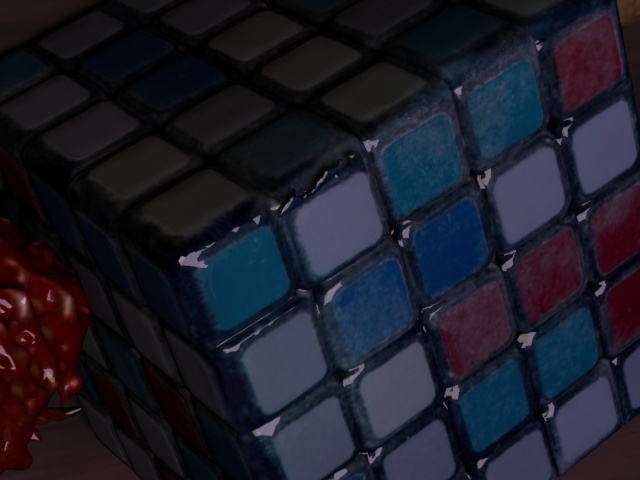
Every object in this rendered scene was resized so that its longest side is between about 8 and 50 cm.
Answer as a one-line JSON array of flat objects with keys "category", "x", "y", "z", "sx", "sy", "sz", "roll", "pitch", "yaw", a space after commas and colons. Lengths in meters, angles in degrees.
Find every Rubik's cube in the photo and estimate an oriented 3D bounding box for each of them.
[{"category": "Rubik's cube", "x": 0.000, "y": 0.000, "z": 0.938, "sx": 0.292, "sy": 0.293, "sz": 0.287, "roll": -34, "pitch": 127, "yaw": -23}]

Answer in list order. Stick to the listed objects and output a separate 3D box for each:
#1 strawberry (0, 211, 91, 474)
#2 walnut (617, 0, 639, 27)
[{"category": "strawberry", "x": -0.268, "y": 0.065, "z": 0.807, "sx": 0.257, "sy": 0.261, "sz": 0.261, "roll": 41, "pitch": 82, "yaw": -14}, {"category": "walnut", "x": 0.181, "y": -0.220, "z": 1.079, "sx": 0.166, "sy": 0.149, "sz": 0.166, "roll": -2, "pitch": 127, "yaw": -3}]
